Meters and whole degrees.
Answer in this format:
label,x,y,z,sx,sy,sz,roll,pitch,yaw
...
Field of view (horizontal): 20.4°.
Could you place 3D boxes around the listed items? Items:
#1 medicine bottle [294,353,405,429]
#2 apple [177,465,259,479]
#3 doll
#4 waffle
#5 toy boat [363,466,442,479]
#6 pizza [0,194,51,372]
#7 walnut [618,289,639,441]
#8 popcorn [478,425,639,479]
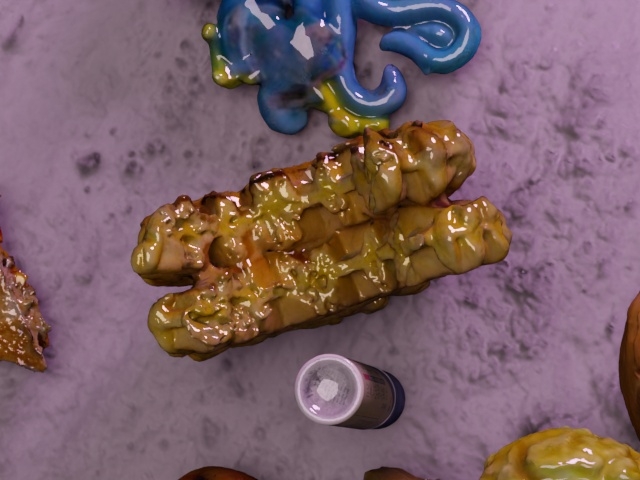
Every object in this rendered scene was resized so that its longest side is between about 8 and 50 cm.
label,x,y,z,sx,sy,sz,roll,pitch,yaw
medicine bottle,0.029,0.134,1.539,0.059,0.231,0.059,-1,83,11
apple,-0.100,0.270,1.595,0.146,0.146,0.146,-1,83,12
doll,0.000,-0.268,1.671,0.346,0.099,0.341,15,96,7
waffle,0.000,0.000,1.548,0.324,0.261,0.151,-16,88,12
toy boat,0.082,0.231,1.541,0.077,0.200,0.057,10,87,-7
pizza,-0.329,0.055,1.715,0.199,0.062,0.188,44,106,7
walnut,0.335,0.145,1.531,0.137,0.137,0.245,-25,90,8
popcorn,0.209,0.270,1.505,0.204,0.184,0.221,31,106,5
